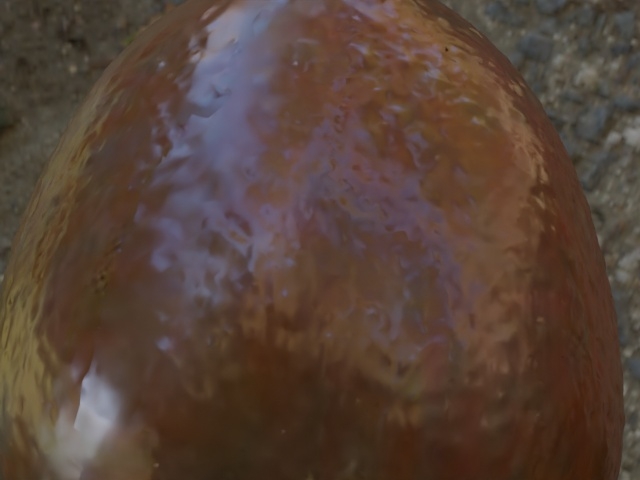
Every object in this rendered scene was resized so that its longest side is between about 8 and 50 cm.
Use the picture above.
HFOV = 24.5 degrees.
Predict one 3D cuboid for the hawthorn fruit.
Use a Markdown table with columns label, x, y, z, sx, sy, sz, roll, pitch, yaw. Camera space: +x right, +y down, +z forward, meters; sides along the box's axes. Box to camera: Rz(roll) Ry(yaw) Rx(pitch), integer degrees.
| label | x | y | z | sx | sy | sz | roll | pitch | yaw |
| --- | --- | --- | --- | --- | --- | --- | --- | --- | --- |
| hawthorn fruit | 0.000 | 0.000 | 0.469 | 0.200 | 0.199 | 0.251 | 5 | 85 | -3 |
